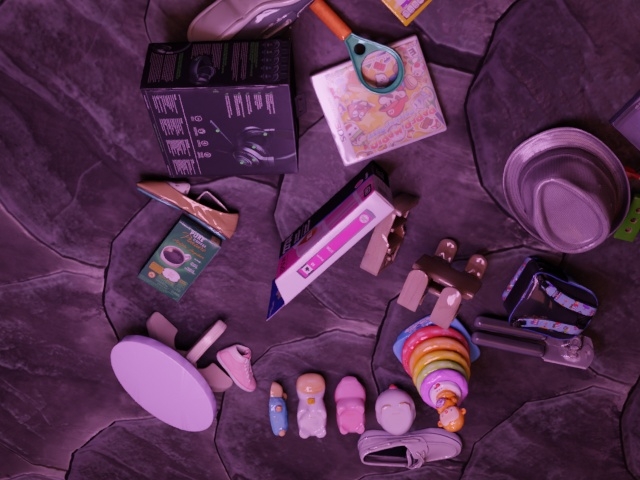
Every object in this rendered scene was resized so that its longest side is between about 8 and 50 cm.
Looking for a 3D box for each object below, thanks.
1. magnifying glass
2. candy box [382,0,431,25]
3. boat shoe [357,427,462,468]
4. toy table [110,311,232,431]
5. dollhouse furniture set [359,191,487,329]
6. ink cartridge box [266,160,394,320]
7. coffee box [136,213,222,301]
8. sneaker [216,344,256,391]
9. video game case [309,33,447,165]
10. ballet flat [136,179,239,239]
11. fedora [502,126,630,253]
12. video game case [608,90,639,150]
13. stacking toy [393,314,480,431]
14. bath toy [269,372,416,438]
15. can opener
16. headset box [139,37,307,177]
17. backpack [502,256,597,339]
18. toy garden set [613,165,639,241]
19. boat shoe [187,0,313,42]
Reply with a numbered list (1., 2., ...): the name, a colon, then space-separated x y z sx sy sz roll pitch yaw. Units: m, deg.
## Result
1. magnifying glass: 0.070 -0.378 1.388 0.231 0.026 0.092 45 105 -6
2. candy box: 0.198 -0.513 1.339 0.105 0.027 0.206 42 110 -14
3. boat shoe: 0.229 0.535 1.821 0.268 0.088 0.096 5 116 -1
4. toy table: -0.329 0.290 1.647 0.252 0.161 0.274 -28 106 27
5. dollhouse furniture set: 0.230 0.031 1.510 0.242 0.212 0.161 28 118 17
6. ink cartridge box: 0.000 0.000 1.512 0.069 0.176 0.371 40 111 -17
7. coffee box: -0.316 0.041 1.612 0.113 0.040 0.184 34 112 -15
8. sneaker: -0.185 0.306 1.735 0.070 0.051 0.134 -31 108 21
9. video game case: 0.119 -0.280 1.456 0.227 0.026 0.206 -19 115 10
10. ballet flat: -0.281 -0.085 1.544 0.232 0.080 0.073 31 85 -16
11. fedora: 0.501 -0.080 1.464 0.244 0.124 0.275 -20 113 29
12. video game case: 0.760 -0.231 1.471 0.274 0.026 0.196 36 111 -16
13. stacking toy: 0.271 0.315 1.593 0.175 0.302 0.166 -34 111 17
14. bath toy: 0.053 0.395 1.737 0.348 0.129 0.151 1 97 0
15. can opener: 0.492 0.239 1.674 0.283 0.095 0.076 11 78 5
16. headset box: -0.168 -0.247 1.364 0.283 0.131 0.246 -2 146 3
17. backpack: 0.518 0.135 1.603 0.173 0.117 0.158 19 115 -8
18. toy garden set: 0.711 -0.087 1.514 0.244 0.049 0.203 13 126 1
19. boat shoe: -0.099 -0.442 1.359 0.319 0.116 0.099 -31 155 8
